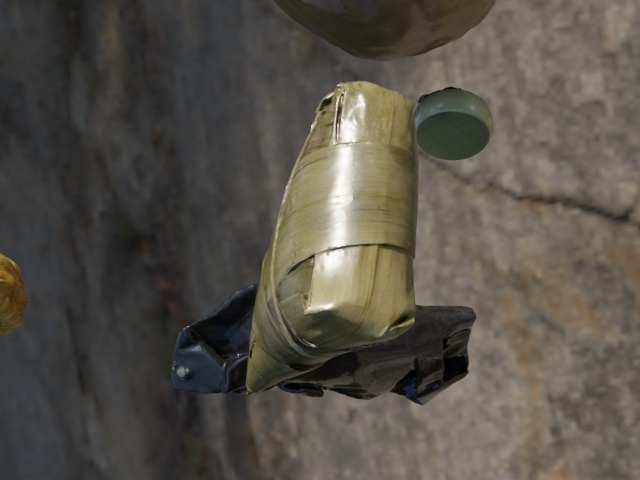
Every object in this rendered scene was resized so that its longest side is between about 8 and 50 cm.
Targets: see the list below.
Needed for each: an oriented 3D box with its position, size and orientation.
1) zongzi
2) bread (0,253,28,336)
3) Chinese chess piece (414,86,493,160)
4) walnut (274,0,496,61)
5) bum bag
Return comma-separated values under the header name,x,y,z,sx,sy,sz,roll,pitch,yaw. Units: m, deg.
name,x,y,z,sx,sy,sz,roll,pitch,yaw
zongzi,0.000,0.000,1.041,0.176,0.078,0.160,143,140,-62
bread,-0.204,0.029,0.887,0.083,0.110,0.044,38,-132,-60
Chinese chess piece,0.136,-0.119,1.778,0.084,0.084,0.034,110,169,-50
walnut,0.052,-0.360,1.597,0.381,0.381,0.381,170,90,-67
bum bag,0.014,0.095,1.554,0.137,0.310,0.074,-54,44,38
